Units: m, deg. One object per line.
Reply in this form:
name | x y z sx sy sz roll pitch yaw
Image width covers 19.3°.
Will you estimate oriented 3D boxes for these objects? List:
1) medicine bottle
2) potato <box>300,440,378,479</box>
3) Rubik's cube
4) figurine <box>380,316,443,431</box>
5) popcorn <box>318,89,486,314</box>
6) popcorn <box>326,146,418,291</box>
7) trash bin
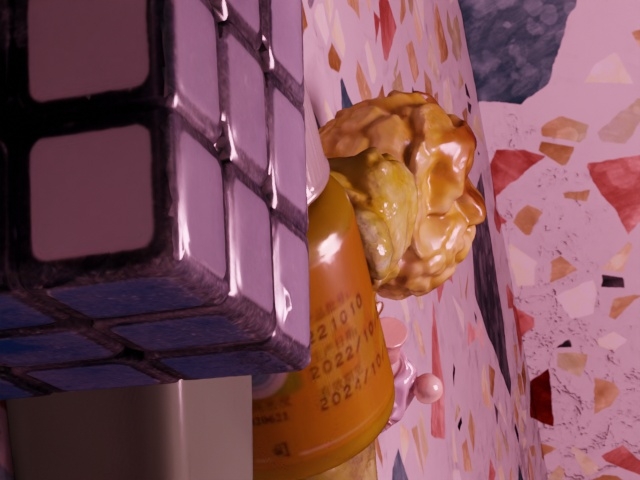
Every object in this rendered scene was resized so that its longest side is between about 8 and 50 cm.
medicine bottle | -0.069 0.021 1.775 0.224 0.224 0.384 -72 153 -57
potato | -0.020 0.216 2.023 0.197 0.149 0.228 -44 122 -38
Rubik's cube | -0.186 -0.069 1.250 0.305 0.301 0.303 42 43 -70
figurine | 0.045 0.165 2.238 0.276 0.200 0.133 93 17 -77
popcorn | 0.081 -0.032 2.412 0.265 0.225 0.332 44 62 -50
popcorn | 0.000 0.000 2.050 0.266 0.233 0.192 -135 -145 -65
trash bin | -0.154 0.177 1.554 0.223 0.158 0.343 -10 98 -74
